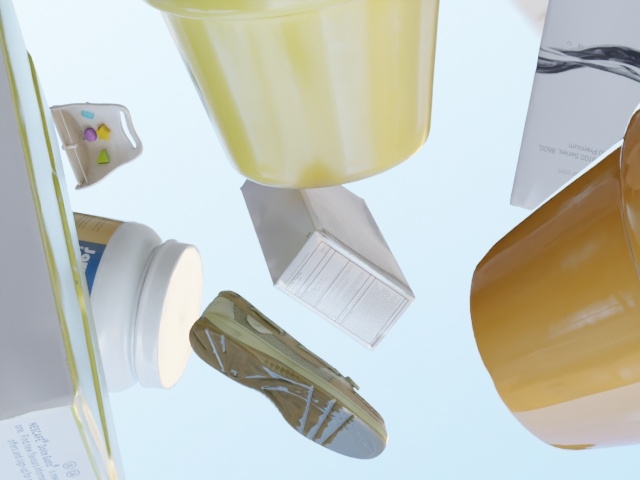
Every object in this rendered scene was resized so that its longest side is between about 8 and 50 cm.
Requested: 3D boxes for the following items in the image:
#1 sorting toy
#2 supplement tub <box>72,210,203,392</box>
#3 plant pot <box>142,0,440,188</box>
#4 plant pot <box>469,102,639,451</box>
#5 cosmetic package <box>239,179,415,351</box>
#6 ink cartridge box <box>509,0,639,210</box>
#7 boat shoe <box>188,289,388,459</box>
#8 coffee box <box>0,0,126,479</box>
[{"bbox_3d":[-0.201,-0.096,1.769,0.075,0.083,0.045,-9,-160,30],"label":"sorting toy"},{"bbox_3d":[-0.210,0.047,1.596,0.200,0.144,0.144,9,-137,12],"label":"supplement tub"},{"bbox_3d":[-0.012,-0.180,1.465,0.254,0.239,0.254,-8,-152,4],"label":"plant pot"},{"bbox_3d":[0.191,0.026,1.041,0.188,0.205,0.205,-26,-152,37],"label":"plant pot"},{"bbox_3d":[0.000,0.000,1.542,0.060,0.099,0.239,-51,-162,10],"label":"cosmetic package"},{"bbox_3d":[0.355,-0.211,2.039,0.166,0.395,0.285,15,-170,26],"label":"ink cartridge box"},{"bbox_3d":[-0.015,0.089,1.298,0.048,0.153,0.056,-54,173,-41],"label":"boat shoe"},{"bbox_3d":[-0.304,0.051,1.127,0.334,0.338,0.337,-13,-118,-5],"label":"coffee box"}]
